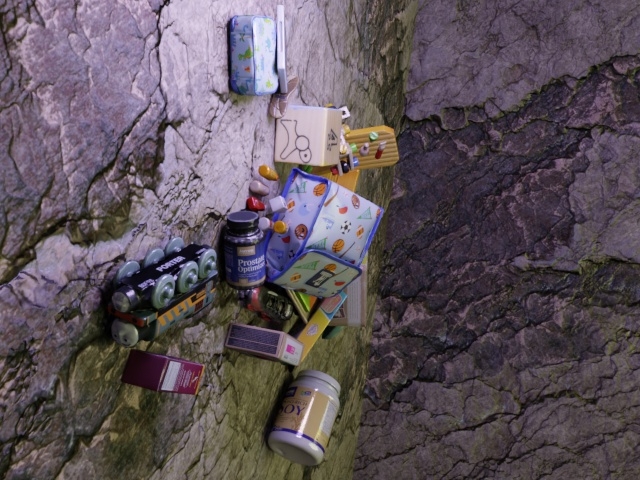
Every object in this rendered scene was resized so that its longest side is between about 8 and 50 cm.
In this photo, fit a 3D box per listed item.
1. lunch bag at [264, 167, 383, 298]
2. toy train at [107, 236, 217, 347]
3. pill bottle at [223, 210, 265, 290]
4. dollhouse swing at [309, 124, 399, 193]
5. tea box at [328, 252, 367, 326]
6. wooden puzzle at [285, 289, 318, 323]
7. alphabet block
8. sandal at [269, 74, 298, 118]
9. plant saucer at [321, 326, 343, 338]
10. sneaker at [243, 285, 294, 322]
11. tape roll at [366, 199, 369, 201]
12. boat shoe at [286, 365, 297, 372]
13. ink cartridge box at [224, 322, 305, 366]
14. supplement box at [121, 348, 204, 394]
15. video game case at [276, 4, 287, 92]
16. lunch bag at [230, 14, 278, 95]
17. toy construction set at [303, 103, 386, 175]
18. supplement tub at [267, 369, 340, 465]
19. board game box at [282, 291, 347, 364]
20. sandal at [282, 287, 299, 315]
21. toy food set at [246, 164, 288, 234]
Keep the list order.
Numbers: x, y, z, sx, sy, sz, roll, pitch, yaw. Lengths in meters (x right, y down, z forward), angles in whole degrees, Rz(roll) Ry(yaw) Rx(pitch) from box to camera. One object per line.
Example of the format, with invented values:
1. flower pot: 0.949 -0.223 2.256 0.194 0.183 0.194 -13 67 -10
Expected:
1. lunch bag: 0.000 0.000 1.796 0.328 0.239 0.385 23 92 -46
2. toy train: -0.358 0.119 1.235 0.334 0.142 0.190 -41 146 -63
3. pill bottle: -0.229 0.029 1.584 0.123 0.123 0.219 -47 141 -60
4. dollhouse swing: 0.160 -0.308 2.311 0.347 0.305 0.315 60 42 -64
5. tea box: 0.104 0.164 2.375 0.323 0.220 0.328 -80 169 -54
6. wooden puzzle: -0.054 0.151 1.936 0.220 0.044 0.238 63 33 -29
7. alphabet block: -0.041 -0.372 1.863 0.193 0.193 0.197 -27 124 -66
8. sandal: -0.125 -0.479 1.763 0.049 0.072 0.180 92 13 -72
9. plant saucer: 0.113 0.368 2.626 0.317 0.044 0.317 -54 -178 3
10. sneaker: -0.170 0.221 1.829 0.276 0.135 0.097 57 47 -62
11. tape roll: 0.141 -0.085 2.566 0.246 0.169 0.246 8 90 -72
12. boat shoe: -0.119 0.490 2.208 0.066 0.066 0.183 -62 154 -42
13. ink cartridge box: -0.181 0.350 1.760 0.234 0.193 0.088 53 48 -64
14. supplement box: -0.380 0.325 1.293 0.188 0.104 0.080 49 52 -66
15. video game case: -0.119 -0.588 1.640 0.212 0.023 0.193 117 -28 -86
16. lunch bag: -0.186 -0.528 1.512 0.176 0.090 0.218 -44 138 -61
17. toy construction set: 0.101 -0.397 2.033 0.237 0.309 0.257 109 -14 -76
18. supplement tub: -0.059 0.743 2.226 0.241 0.241 0.331 79 26 -45
19. board game box: -0.046 0.330 2.030 0.316 0.064 0.242 -53 -173 -22
20. sandal: -0.088 0.178 2.142 0.445 0.107 0.167 -66 158 -72
21. toy food set: -0.162 -0.117 1.710 0.232 0.111 0.104 69 14 13
